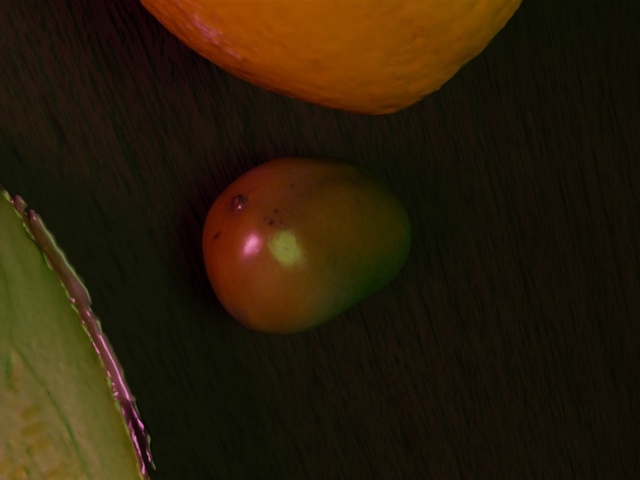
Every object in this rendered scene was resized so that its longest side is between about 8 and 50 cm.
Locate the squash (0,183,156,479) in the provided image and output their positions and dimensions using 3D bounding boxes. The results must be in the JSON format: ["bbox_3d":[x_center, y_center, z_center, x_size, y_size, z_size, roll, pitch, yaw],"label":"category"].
[{"bbox_3d":[-0.234,0.080,0.799,0.233,0.210,0.309,-24,121,-56],"label":"squash"}]

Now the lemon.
[{"bbox_3d":[-0.015,-0.285,0.881,0.364,0.364,0.364,-13,107,-46],"label":"lemon"}]

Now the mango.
[{"bbox_3d":[0.000,0.000,1.105,0.251,0.114,0.156,-11,99,-45],"label":"mango"}]
